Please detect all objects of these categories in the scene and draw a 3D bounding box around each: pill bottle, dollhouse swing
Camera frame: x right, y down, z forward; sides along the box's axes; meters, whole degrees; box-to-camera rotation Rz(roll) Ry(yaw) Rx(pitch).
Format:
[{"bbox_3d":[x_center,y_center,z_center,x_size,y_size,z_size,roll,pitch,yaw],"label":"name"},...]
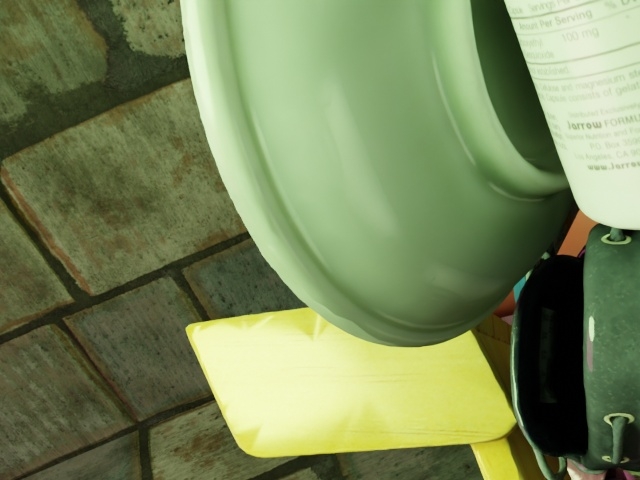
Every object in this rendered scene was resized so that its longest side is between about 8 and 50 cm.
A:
[{"bbox_3d":[0.146,-0.132,0.412,0.131,0.131,0.229,-104,-9,-74],"label":"pill bottle"},{"bbox_3d":[0.090,0.223,0.825,0.347,0.315,0.305,26,-123,-68],"label":"dollhouse swing"}]

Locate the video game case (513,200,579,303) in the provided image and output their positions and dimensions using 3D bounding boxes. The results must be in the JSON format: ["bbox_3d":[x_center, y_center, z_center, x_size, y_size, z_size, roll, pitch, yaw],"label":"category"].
[{"bbox_3d":[0.203,-0.036,0.767,0.015,0.166,0.119,23,161,24],"label":"video game case"}]

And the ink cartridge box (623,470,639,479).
[{"bbox_3d":[0.355,0.243,0.824,0.231,0.078,0.134,65,-178,-76],"label":"ink cartridge box"}]

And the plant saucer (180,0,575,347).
[{"bbox_3d":[0.095,-0.133,0.538,0.400,0.101,0.400,-1,-89,-50],"label":"plant saucer"}]

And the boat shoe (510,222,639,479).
[{"bbox_3d":[0.212,0.080,0.652,0.500,0.156,0.186,65,-154,-78],"label":"boat shoe"}]

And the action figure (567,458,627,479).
[{"bbox_3d":[0.296,0.281,1.118,0.370,0.276,0.248,51,-165,-20],"label":"action figure"}]

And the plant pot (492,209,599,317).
[{"bbox_3d":[0.162,-0.025,1.019,0.275,0.243,0.275,-23,-90,-88],"label":"plant pot"}]
